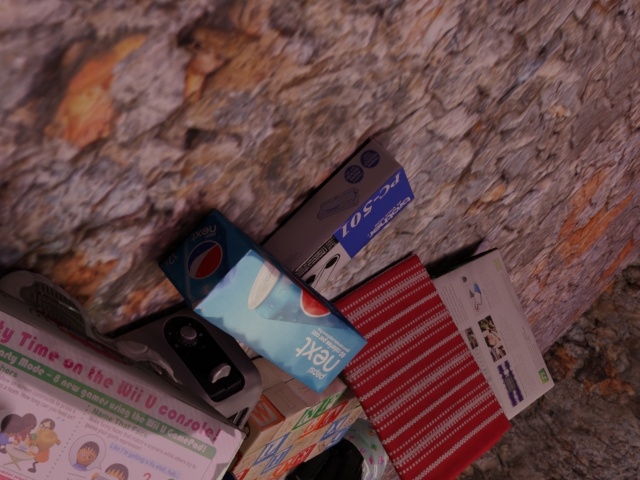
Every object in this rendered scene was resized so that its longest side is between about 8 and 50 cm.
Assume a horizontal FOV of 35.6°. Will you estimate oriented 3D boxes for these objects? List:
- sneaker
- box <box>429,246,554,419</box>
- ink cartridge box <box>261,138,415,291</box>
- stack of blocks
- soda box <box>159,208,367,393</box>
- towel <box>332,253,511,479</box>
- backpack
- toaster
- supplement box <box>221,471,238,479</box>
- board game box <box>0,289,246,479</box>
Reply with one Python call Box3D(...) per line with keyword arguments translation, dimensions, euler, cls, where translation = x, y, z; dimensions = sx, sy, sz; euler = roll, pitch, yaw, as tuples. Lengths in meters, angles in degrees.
Box3D(translation=(-0.184, 0.121, 0.744), dimensions=(0.115, 0.090, 0.232), euler=(-34, 122, 14), cls="sneaker")
Box3D(translation=(0.199, 0.158, 1.419), dimensions=(0.058, 0.232, 0.322), euler=(-24, 177, 40), cls="box")
Box3D(translation=(0.000, 0.000, 0.991), dimensions=(0.207, 0.046, 0.097), euler=(-44, 160, -3), cls="ink cartridge box")
Box3D(translation=(-0.047, 0.216, 1.250), dimensions=(0.297, 0.087, 0.171), euler=(-15, 144, -54), cls="stack of blocks")
Box3D(translation=(-0.045, 0.059, 0.892), dimensions=(0.071, 0.067, 0.210), euler=(-47, 140, 1), cls="soda box")
Box3D(translation=(0.120, 0.174, 1.267), dimensions=(0.199, 0.275, 0.031), euler=(-29, -179, -39), cls="towel")
Box3D(translation=(0.038, 0.390, 1.696), dimensions=(0.115, 0.152, 0.182), euler=(-25, 140, -54), cls="backpack")
Box3D(translation=(-0.163, 0.168, 0.906), dimensions=(0.168, 0.110, 0.185), euler=(-21, 149, -47), cls="toaster")
Box3D(translation=(-0.166, 0.394, 1.054), dimensions=(0.194, 0.195, 0.356), euler=(-33, 177, -28), cls="supplement box")
Box3D(translation=(-0.220, 0.191, 0.600), dimensions=(0.224, 0.097, 0.303), euler=(35, 82, -33), cls="board game box")
